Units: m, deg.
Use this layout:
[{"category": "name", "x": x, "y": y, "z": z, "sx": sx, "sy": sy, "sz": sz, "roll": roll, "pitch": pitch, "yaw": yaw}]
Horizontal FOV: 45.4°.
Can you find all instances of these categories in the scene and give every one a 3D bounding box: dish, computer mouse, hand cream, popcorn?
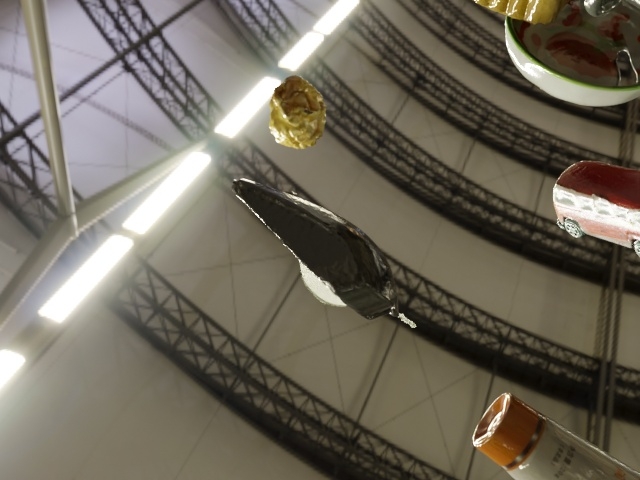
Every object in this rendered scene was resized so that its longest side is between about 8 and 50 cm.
[{"category": "dish", "x": 0.512, "y": -0.366, "z": 1.514, "sx": 0.324, "sy": 0.124, "sz": 0.324, "roll": 3, "pitch": -126, "yaw": -4}, {"category": "computer mouse", "x": 0.004, "y": -0.003, "z": 1.068, "sx": 0.295, "sy": 0.168, "sz": 0.087, "roll": 43, "pitch": -88, "yaw": 22}, {"category": "hand cream", "x": 0.347, "y": 0.328, "z": 1.002, "sx": 0.314, "sy": 0.089, "sz": 0.139, "roll": 33, "pitch": -111, "yaw": -2}, {"category": "popcorn", "x": -0.062, "y": -0.317, "z": 1.896, "sx": 0.180, "sy": 0.180, "sz": 0.170, "roll": -32, "pitch": -169, "yaw": -38}]

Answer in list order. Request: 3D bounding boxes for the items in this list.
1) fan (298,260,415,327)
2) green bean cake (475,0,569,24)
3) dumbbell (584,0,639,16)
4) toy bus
[{"category": "fan", "x": 0.091, "y": 0.113, "z": 1.835, "sx": 0.329, "sy": 0.190, "sz": 0.009, "roll": 32, "pitch": -145, "yaw": 9}, {"category": "green bean cake", "x": 0.384, "y": -0.540, "z": 1.446, "sx": 0.230, "sy": 0.131, "sz": 0.224, "roll": 28, "pitch": -114, "yaw": 13}, {"category": "dumbbell", "x": 0.299, "y": -0.196, "z": 0.652, "sx": 0.082, "sy": 0.081, "sz": 0.254, "roll": -30, "pitch": -117, "yaw": -36}, {"category": "toy bus", "x": 0.518, "y": -0.061, "z": 1.321, "sx": 0.121, "sy": 0.119, "sz": 0.265, "roll": -40, "pitch": -149, "yaw": -14}]
